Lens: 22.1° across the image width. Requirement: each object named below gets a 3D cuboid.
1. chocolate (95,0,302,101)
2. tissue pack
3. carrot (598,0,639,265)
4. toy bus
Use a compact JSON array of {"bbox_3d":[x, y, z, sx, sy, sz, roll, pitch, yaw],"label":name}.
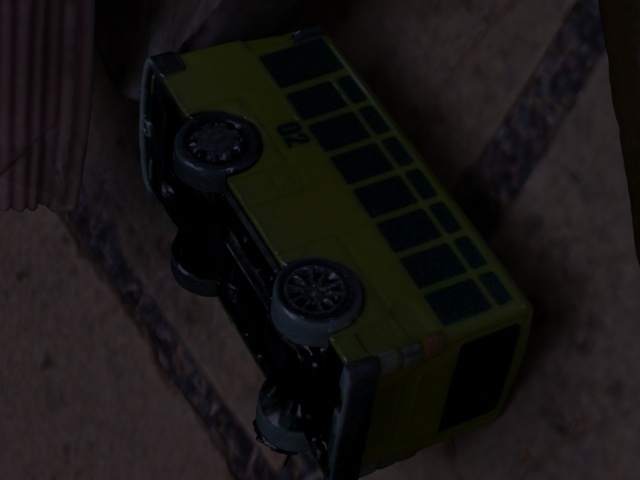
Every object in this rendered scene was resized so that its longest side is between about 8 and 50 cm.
[{"bbox_3d":[-0.019,-0.193,0.672,0.303,0.100,0.185,-48,55,43],"label":"chocolate"},{"bbox_3d":[-0.173,-0.182,0.786,0.170,0.071,0.325,105,152,-44],"label":"tissue pack"},{"bbox_3d":[0.124,-0.074,0.547,0.070,0.070,0.342,-14,80,45],"label":"carrot"},{"bbox_3d":[0.000,0.000,0.641,0.175,0.101,0.088,57,155,33],"label":"toy bus"}]
